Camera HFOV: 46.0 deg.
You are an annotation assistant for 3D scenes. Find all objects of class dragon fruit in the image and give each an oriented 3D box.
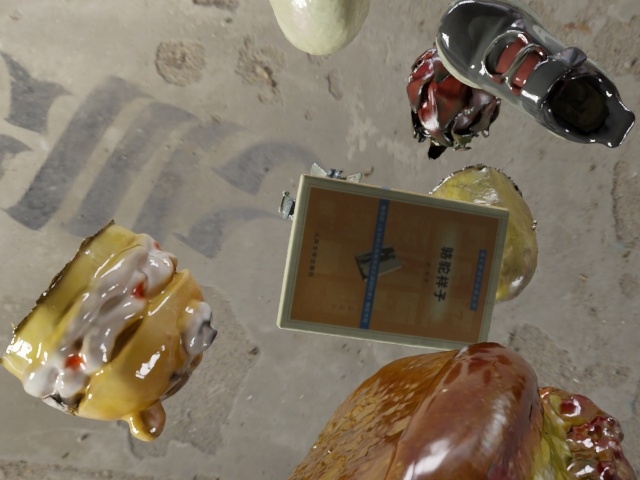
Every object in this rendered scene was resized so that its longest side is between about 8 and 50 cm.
[{"bbox_3d":[0.225,-0.247,1.246,0.182,0.182,0.189,-10,56,5],"label":"dragon fruit"}]

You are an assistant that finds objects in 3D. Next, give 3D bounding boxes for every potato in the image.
[{"bbox_3d":[0.318,0.010,1.470,0.229,0.229,0.266,-4,56,6],"label":"potato"}]

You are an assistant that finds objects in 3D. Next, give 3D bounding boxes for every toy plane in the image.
[{"bbox_3d":[-0.005,-0.002,1.330,0.192,0.088,0.262,14,81,28],"label":"toy plane"}]

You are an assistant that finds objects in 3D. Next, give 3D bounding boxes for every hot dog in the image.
[{"bbox_3d":[0.077,0.189,0.452,0.185,0.405,0.223,48,118,1],"label":"hot dog"}]

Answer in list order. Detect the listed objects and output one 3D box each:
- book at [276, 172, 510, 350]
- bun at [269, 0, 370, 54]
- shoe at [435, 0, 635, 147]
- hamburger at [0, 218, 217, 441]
[{"bbox_3d":[0.082,0.029,0.826,0.241,0.018,0.170,8,93,-13],"label":"book"},{"bbox_3d":[-0.003,-0.552,1.494,0.213,0.361,0.361,6,88,8],"label":"bun"},{"bbox_3d":[0.223,-0.165,0.754,0.227,0.112,0.099,26,110,-21],"label":"shoe"},{"bbox_3d":[-0.269,0.131,1.027,0.237,0.276,0.276,38,91,-7],"label":"hamburger"}]
